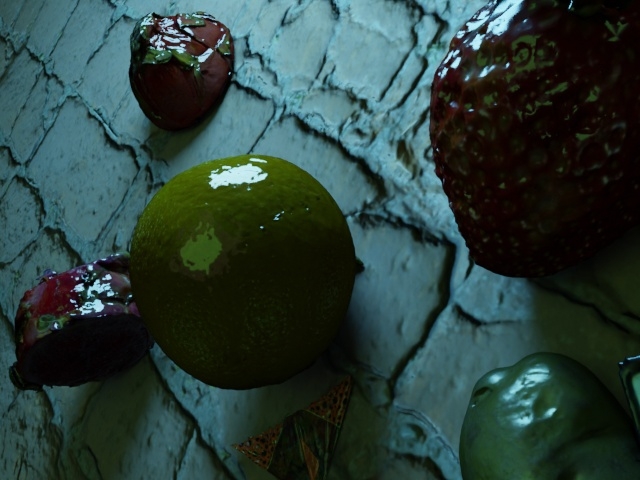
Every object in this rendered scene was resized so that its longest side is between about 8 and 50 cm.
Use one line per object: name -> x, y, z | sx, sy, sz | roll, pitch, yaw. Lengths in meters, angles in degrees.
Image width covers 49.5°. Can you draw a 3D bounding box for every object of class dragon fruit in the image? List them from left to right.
dragon fruit -> -0.358, 0.117, 1.082 | 0.282, 0.211, 0.147 | -29, 58, -2
dragon fruit -> -0.272, -0.313, 1.203 | 0.218, 0.148, 0.224 | -53, 46, 14

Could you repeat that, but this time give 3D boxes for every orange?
orange -> -0.088, 0.036, 0.817 | 0.274, 0.274, 0.274 | -17, 62, 36

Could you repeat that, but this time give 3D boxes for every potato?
potato -> 0.199, 0.198, 0.587 | 0.154, 0.137, 0.200 | -21, 55, -1

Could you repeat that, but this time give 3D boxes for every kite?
kite -> -0.021, 0.261, 0.841 | 0.222, 0.008, 0.125 | -36, 53, 26

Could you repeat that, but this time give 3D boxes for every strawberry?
strawberry -> 0.215, -0.099, 0.643 | 0.238, 0.250, 0.289 | 13, 106, 11

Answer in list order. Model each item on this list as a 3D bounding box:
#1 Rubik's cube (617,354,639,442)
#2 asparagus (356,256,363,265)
Rubik's cube -> 0.333, 0.152, 0.459 | 0.183, 0.167, 0.180 | -24, 59, 35
asparagus -> 0.000, 0.000, 0.924 | 0.016, 0.016, 0.162 | -48, 44, -10
